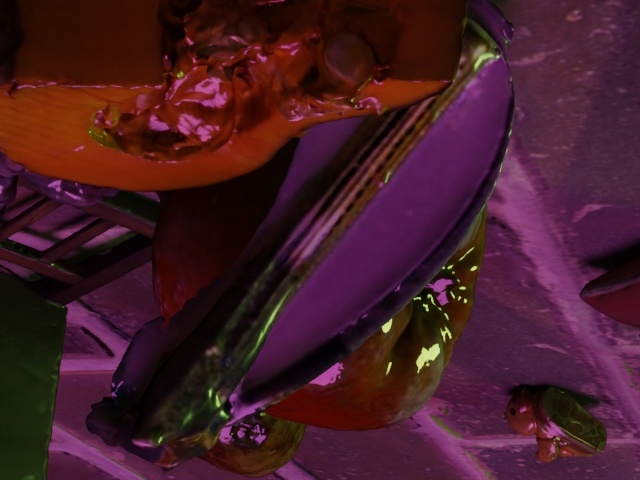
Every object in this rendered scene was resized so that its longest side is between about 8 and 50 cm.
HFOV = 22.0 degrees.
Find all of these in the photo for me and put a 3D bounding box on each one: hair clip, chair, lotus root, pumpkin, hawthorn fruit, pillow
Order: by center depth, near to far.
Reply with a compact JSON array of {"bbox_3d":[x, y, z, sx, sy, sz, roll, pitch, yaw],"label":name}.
[{"bbox_3d":[-0.078,-0.129,0.927,0.190,0.139,0.280,22,152,-37],"label":"pumpkin"},{"bbox_3d":[0.002,0.002,0.998,0.110,0.358,0.095,37,173,29],"label":"hair clip"},{"bbox_3d":[-0.008,0.024,1.150,0.263,0.235,0.231,-28,120,32],"label":"hawthorn fruit"},{"bbox_3d":[0.327,0.049,1.361,0.171,0.075,0.179,14,158,-22],"label":"pillow"},{"bbox_3d":[-0.313,0.112,1.445,0.203,0.240,0.416,23,153,-33],"label":"chair"},{"bbox_3d":[-0.093,0.169,1.690,0.145,0.128,0.260,9,159,16],"label":"lotus root"}]

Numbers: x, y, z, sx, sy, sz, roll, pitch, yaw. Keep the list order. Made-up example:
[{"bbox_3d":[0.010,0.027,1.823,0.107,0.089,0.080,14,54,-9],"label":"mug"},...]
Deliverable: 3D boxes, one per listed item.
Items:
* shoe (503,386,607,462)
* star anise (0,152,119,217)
[{"bbox_3d":[0.250,0.203,1.768,0.109,0.072,0.069,17,150,-27],"label":"shoe"},{"bbox_3d":[-0.230,-0.083,1.134,0.229,0.093,0.236,-8,157,29],"label":"star anise"}]
